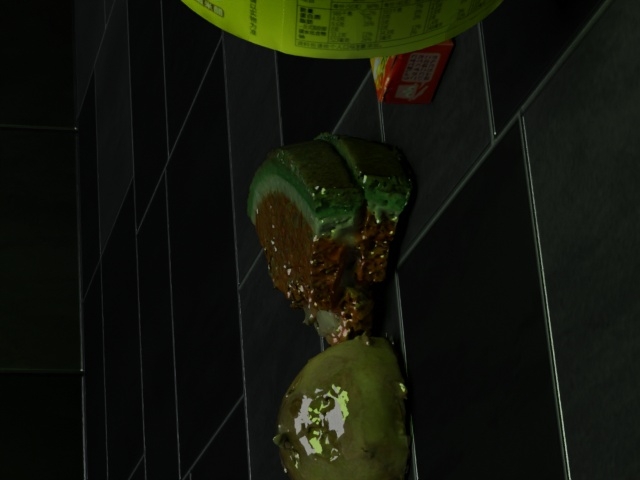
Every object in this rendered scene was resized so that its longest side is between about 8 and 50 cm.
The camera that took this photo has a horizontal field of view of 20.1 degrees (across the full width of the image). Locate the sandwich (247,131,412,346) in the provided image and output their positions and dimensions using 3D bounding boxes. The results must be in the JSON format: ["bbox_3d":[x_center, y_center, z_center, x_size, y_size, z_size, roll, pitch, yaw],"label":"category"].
[{"bbox_3d":[-0.006,-0.010,1.357,0.235,0.079,0.159,-136,50,-69],"label":"sandwich"}]

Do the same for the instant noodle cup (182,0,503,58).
[{"bbox_3d":[0.013,-0.258,0.970,0.221,0.311,0.311,97,166,-51],"label":"instant noodle cup"}]

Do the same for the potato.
[{"bbox_3d":[0.003,0.155,1.290,0.100,0.089,0.172,-108,26,-45],"label":"potato"}]

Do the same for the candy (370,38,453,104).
[{"bbox_3d":[0.055,-0.156,1.231,0.062,0.038,0.122,110,156,-49],"label":"candy"}]
